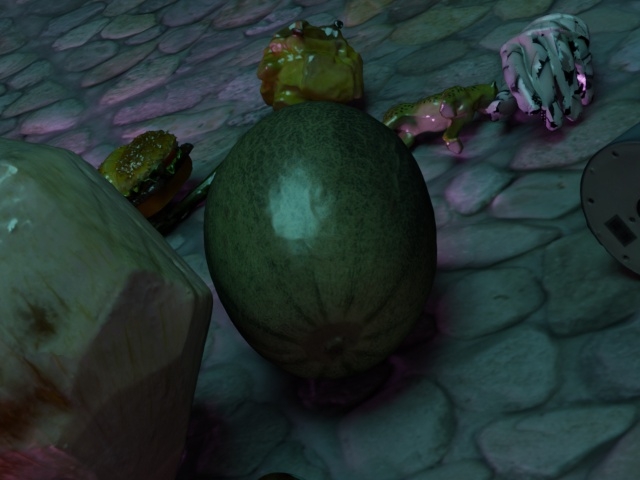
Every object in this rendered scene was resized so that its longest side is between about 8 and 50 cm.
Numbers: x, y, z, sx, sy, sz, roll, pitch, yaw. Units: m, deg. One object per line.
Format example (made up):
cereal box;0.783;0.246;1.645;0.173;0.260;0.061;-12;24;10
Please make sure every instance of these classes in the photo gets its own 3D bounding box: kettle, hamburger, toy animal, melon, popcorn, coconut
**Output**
kettle;0.380;-0.074;1.617;0.243;0.160;0.210;-38;4;-39
hamburger;-0.233;-0.088;2.045;0.137;0.087;0.166;-29;16;27
toy animal;0.127;-0.145;1.966;0.181;0.073;0.136;-21;19;28
melon;0.000;0.000;1.614;0.248;0.249;0.329;-16;36;11
popcorn;-0.014;-0.227;2.120;0.148;0.152;0.167;-3;31;-8
coconut;-0.290;0.111;1.522;0.415;0.415;0.344;4;28;38

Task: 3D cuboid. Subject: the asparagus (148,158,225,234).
asparagus;-0.154;-0.068;2.048;0.027;0.034;0.236;27;56;32

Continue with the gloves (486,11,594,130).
gloves;0.272;-0.213;1.928;0.127;0.111;0.212;-1;21;16

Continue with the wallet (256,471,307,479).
wallet;-0.088;0.303;1.392;0.255;0.031;0.137;-38;32;-27
